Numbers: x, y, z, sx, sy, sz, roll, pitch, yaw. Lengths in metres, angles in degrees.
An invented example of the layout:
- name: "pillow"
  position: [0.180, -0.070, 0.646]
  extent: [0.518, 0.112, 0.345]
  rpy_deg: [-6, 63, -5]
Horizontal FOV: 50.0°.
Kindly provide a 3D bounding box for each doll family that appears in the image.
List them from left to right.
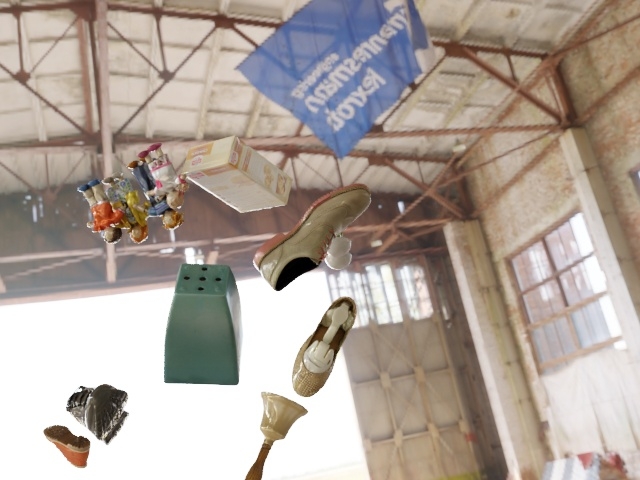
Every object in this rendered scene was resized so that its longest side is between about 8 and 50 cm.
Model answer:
- name: "doll family"
  position: [-0.370, -0.086, 1.458]
  extent: [0.262, 0.163, 0.118]
  rpy_deg: [-26, 0, 18]

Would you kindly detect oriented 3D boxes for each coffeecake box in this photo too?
- name: "coffeecake box"
  position: [-0.175, -0.136, 1.460]
  extent: [0.142, 0.068, 0.185]
  rpy_deg: [-7, -29, 38]

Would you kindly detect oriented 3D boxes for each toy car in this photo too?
- name: "toy car"
  position: [0.014, -0.011, 1.926]
  extent: [0.136, 0.159, 0.182]
  rpy_deg: [-6, -27, 0]

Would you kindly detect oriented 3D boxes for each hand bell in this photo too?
- name: "hand bell"
  position: [-0.127, 0.486, 1.586]
  extent: [0.126, 0.242, 0.126]
  rpy_deg: [18, -25, 9]

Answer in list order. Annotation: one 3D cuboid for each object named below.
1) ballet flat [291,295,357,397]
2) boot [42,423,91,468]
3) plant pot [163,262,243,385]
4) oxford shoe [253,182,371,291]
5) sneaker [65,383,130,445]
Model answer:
- name: "ballet flat"
  position: [0.008, 0.179, 1.215]
  extent: [0.073, 0.206, 0.067]
  rpy_deg: [24, -33, 4]
- name: "boot"
  position: [-0.672, 0.545, 1.812]
  extent: [0.157, 0.085, 0.059]
  rpy_deg: [19, 26, 26]
- name: "plant pot"
  position: [-0.253, 0.172, 1.495]
  extent: [0.165, 0.166, 0.234]
  rpy_deg: [3, -55, -4]
- name: "oxford shoe"
  position: [0.000, 0.000, 1.705]
  extent: [0.348, 0.130, 0.123]
  rpy_deg: [-40, -42, 7]
- name: "sneaker"
  position: [-0.491, 0.364, 1.481]
  extent: [0.130, 0.109, 0.286]
  rpy_deg: [32, -32, 2]
